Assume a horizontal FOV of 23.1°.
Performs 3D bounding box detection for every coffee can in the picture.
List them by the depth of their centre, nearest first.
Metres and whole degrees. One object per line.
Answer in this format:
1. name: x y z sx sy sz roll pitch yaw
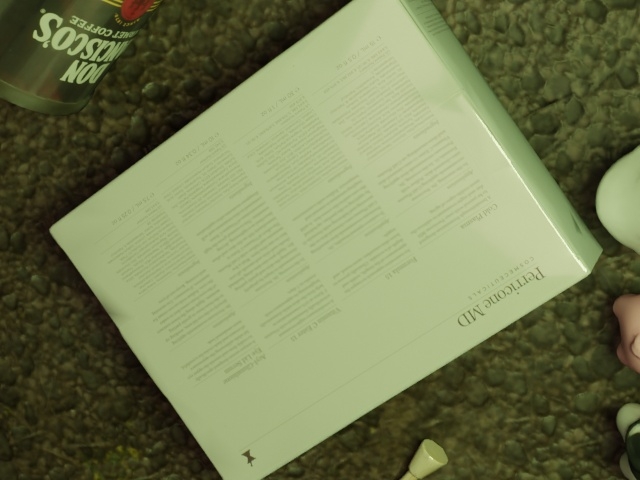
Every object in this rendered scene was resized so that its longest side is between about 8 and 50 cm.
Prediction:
1. coffee can: -0.195 -0.268 1.263 0.201 0.201 0.275 43 111 4

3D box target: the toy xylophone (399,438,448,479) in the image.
1. toy xylophone: 0.113 0.326 1.368 0.236 0.081 0.323 37 110 7

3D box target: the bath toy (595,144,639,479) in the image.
1. bath toy: 0.308 0.092 1.228 0.151 0.129 0.348 -13 101 -15

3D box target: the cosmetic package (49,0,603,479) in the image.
1. cosmetic package: 0.000 0.000 1.320 0.377 0.097 0.284 -34 89 22
